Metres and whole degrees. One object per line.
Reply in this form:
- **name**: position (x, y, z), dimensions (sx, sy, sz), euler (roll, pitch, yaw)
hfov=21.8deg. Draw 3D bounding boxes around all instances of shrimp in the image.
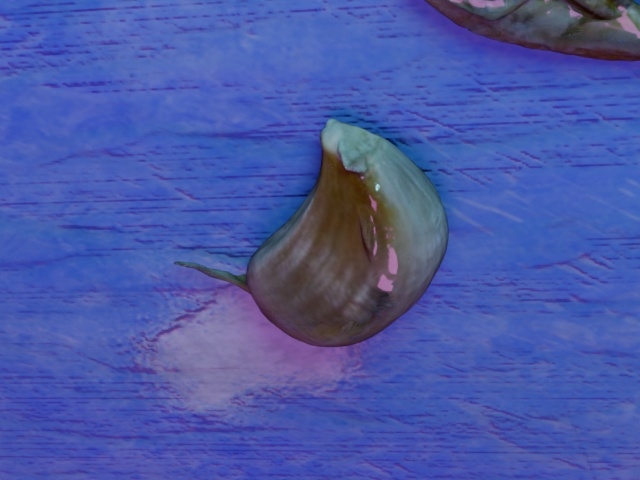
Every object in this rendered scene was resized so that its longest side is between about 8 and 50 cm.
- **shrimp**: position (0.182, -0.156, 0.883), dimensions (0.289, 0.075, 0.178), euler (-16, 139, 26)

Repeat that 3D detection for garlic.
- **garlic**: position (0.002, 0.010, 1.104), dimensions (0.128, 0.090, 0.198), euler (42, 138, -10)
